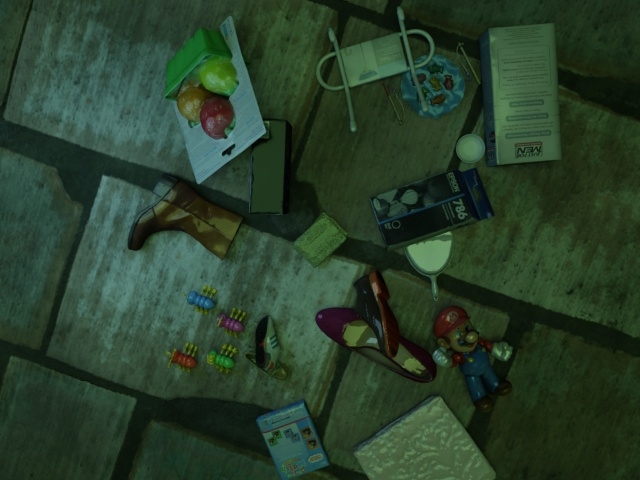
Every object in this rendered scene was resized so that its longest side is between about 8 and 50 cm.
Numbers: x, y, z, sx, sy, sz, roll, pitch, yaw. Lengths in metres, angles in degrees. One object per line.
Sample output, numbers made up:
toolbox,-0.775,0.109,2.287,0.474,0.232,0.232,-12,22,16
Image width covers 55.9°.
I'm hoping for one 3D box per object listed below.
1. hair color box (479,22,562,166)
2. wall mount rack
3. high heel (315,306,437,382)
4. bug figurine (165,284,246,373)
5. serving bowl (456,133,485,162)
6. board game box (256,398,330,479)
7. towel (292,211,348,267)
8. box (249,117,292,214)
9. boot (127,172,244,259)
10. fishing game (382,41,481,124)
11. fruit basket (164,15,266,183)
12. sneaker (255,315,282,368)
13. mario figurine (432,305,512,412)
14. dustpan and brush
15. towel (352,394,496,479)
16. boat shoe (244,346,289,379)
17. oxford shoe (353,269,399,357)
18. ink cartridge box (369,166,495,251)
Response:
hair color box,0.561,-0.403,1.701,0.185,0.113,0.374,-5,94,0
wall mount rack,0.160,-0.471,1.697,0.350,0.130,0.304,-14,90,9
high heel,0.160,0.297,1.748,0.377,0.181,0.127,19,95,1
bug figurine,-0.343,0.287,1.827,0.216,0.072,0.279,17,95,1
serving bowl,0.436,-0.268,1.764,0.083,0.027,0.083,0,95,2
board game box,-0.083,0.616,1.859,0.160,0.039,0.211,-22,93,5
towel,0.000,0.000,1.808,0.110,0.027,0.148,44,94,-2
box,-0.139,-0.207,1.718,0.103,0.184,0.261,2,95,-1
boot,-0.406,-0.025,1.813,0.280,0.096,0.264,32,88,-8
fishing game,0.325,-0.447,1.749,0.264,0.041,0.189,-23,91,5
fruit basket,-0.289,-0.381,1.675,0.327,0.165,0.353,-29,79,40
sneaker,-0.152,0.311,1.823,0.057,0.075,0.161,-23,57,40
mario figurine,0.441,0.333,1.735,0.170,0.198,0.320,-26,100,32
dustpan and brush,0.331,0.078,1.791,0.147,0.060,0.211,-8,88,7
towel,0.314,0.679,1.839,0.332,0.053,0.317,-34,92,5
boat shoe,-0.164,0.379,1.837,0.153,0.048,0.056,36,96,-1
oxford shoe,0.159,0.222,1.744,0.098,0.097,0.271,-25,51,19
ink cartridge box,0.323,-0.097,1.746,0.333,0.065,0.165,-20,76,3
